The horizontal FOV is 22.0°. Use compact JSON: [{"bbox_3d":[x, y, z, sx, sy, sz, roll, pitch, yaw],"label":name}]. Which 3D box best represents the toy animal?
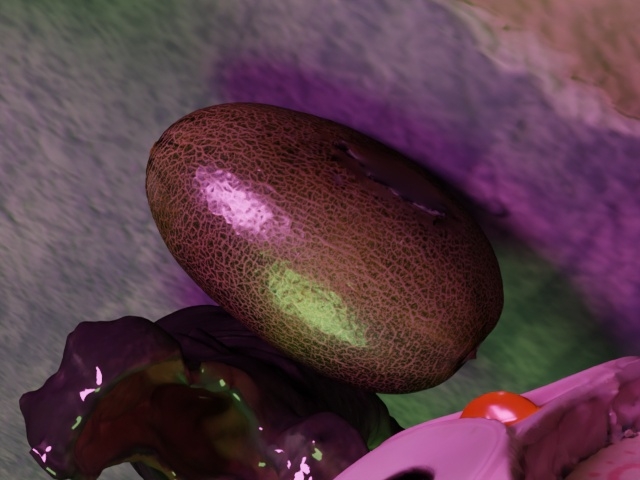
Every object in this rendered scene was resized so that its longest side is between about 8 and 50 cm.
[{"bbox_3d":[-0.030,0.091,0.758,0.168,0.106,0.343,28,175,2],"label":"toy animal"}]

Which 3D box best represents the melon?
[{"bbox_3d":[0.000,0.000,0.687,0.162,0.099,0.099,34,152,5],"label":"melon"}]

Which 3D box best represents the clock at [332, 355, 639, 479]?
[{"bbox_3d":[0.161,0.169,0.527,0.377,0.368,0.250,-2,102,33],"label":"clock"}]
